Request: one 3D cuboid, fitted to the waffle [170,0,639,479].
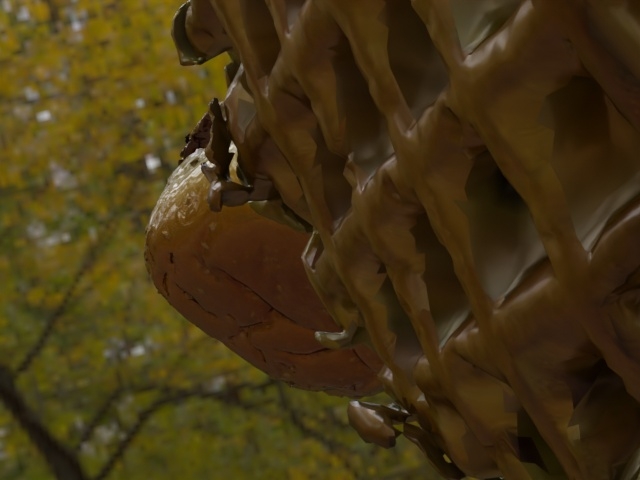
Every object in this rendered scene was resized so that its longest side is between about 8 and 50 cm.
[{"bbox_3d":[0.028,-0.058,0.473,0.068,0.325,0.302,-20,-56,-19],"label":"waffle"}]

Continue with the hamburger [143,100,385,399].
[{"bbox_3d":[0.000,0.000,1.222,0.244,0.163,0.244,9,-41,8],"label":"hamburger"}]
